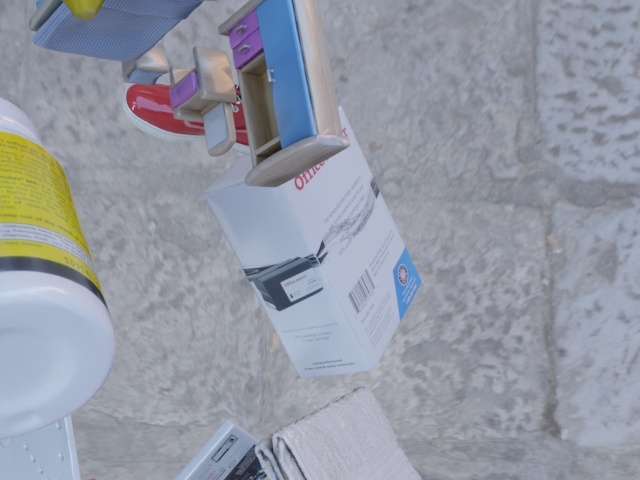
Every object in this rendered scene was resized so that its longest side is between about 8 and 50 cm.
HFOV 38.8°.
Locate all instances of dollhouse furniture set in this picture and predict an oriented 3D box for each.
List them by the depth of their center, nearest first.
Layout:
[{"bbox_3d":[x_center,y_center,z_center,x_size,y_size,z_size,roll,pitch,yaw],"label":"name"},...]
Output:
[{"bbox_3d":[-0.171,-0.163,0.959,0.303,0.286,0.198,1,73,-39],"label":"dollhouse furniture set"}]

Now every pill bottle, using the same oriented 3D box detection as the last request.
[{"bbox_3d":[-0.203,0.005,0.552,0.119,0.119,0.208,-22,47,-9],"label":"pill bottle"}]

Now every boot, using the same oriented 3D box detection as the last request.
[{"bbox_3d":[-0.146,-0.206,1.296,0.244,0.176,0.088,9,65,-28],"label":"boot"}]

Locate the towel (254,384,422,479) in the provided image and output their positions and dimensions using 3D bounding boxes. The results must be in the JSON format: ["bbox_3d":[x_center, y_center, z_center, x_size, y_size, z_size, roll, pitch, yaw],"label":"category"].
[{"bbox_3d":[0.041,0.267,1.011,0.049,0.282,0.187,-32,81,22],"label":"towel"}]

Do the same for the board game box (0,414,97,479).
[{"bbox_3d":[-0.458,0.233,1.353,0.050,0.390,0.390,-6,86,-45],"label":"board game box"}]

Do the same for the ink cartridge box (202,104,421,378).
[{"bbox_3d":[0.000,0.000,1.621,0.166,0.285,0.395,-13,114,32],"label":"ink cartridge box"}]

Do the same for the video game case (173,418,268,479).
[{"bbox_3d":[-0.164,0.387,1.444,0.190,0.173,0.022,-49,50,-7],"label":"video game case"}]
